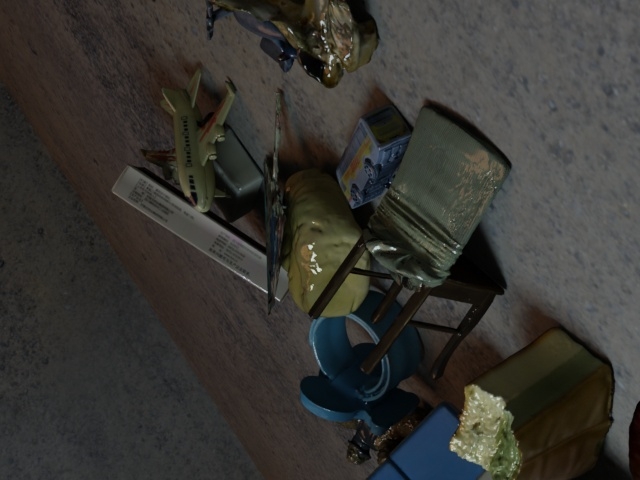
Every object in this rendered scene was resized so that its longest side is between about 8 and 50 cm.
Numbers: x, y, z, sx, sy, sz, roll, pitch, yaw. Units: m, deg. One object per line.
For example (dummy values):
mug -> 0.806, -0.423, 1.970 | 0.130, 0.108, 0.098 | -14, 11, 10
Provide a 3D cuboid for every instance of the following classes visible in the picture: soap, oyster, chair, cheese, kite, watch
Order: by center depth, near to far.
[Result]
oyster -> -0.055, -0.340, 1.260 | 0.337, 0.198, 0.133 | 45, -166, -3
chair -> 0.142, 0.008, 1.331 | 0.186, 0.319, 0.160 | 12, -156, -48
cheese -> 0.000, 0.000, 1.616 | 0.214, 0.117, 0.225 | -117, 21, -52
kite -> -0.071, -0.050, 1.660 | 0.406, 0.014, 0.368 | -113, 25, -71
watch -> 0.078, 0.188, 1.710 | 0.211, 0.211, 0.193 | 40, 134, 39
soap -> -0.173, -0.118, 1.958 | 0.121, 0.064, 0.183 | 53, 160, 9

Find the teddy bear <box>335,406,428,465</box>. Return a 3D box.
teddy bear -> 0.110, 0.338, 1.904 | 0.129, 0.181, 0.251 | 26, -175, -43

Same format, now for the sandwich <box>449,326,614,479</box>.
sandwich -> 0.262, 0.243, 1.311 | 0.108, 0.186, 0.220 | 43, 156, 40

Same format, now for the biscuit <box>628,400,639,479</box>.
biscuit -> 0.479, 0.288, 1.018 | 0.407, 0.091, 0.407 | 45, 157, 25

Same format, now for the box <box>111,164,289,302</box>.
box -> -0.204, -0.016, 1.902 | 0.353, 0.069, 0.214 | 32, -179, -4

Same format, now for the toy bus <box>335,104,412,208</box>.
toy bus -> 0.069, -0.109, 1.413 | 0.075, 0.064, 0.190 | 59, 161, 12

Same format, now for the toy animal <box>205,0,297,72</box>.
toy animal -> -0.071, -0.313, 1.419 | 0.239, 0.176, 0.255 | 91, 176, -52

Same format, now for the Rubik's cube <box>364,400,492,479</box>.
Rubik's cube -> 0.206, 0.488, 1.450 | 0.347, 0.344, 0.346 | 44, 178, 31

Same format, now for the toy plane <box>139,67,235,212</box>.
toy plane -> -0.221, -0.164, 1.819 | 0.242, 0.104, 0.256 | -31, 70, 34
